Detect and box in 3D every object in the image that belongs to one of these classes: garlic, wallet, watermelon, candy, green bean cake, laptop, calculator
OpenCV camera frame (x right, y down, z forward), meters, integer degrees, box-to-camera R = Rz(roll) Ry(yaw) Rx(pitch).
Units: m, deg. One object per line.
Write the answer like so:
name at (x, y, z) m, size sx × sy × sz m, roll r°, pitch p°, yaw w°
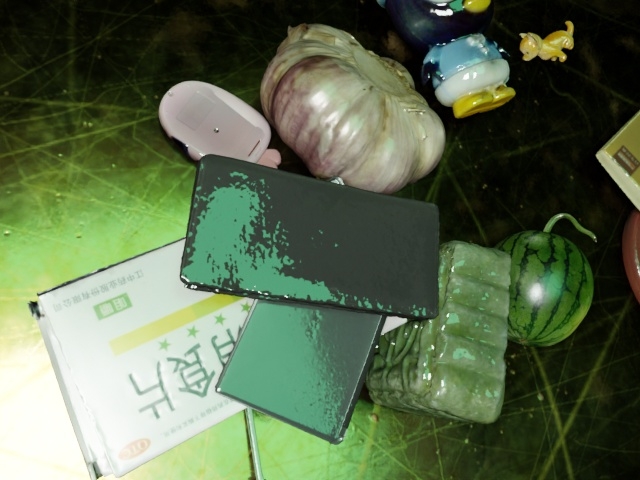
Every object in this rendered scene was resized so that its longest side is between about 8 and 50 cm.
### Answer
garlic at (0.033, -0.144, 0.659) m, size 0.245 × 0.160 × 0.244 m, roll 21°, pitch 41°, yaw -20°
wallet at (0.000, 0.000, 0.507) m, size 0.245 × 0.025 × 0.124 m, roll 10°, pitch 73°, yaw -15°
watermelon at (0.282, 0.045, 0.701) m, size 0.141 × 0.141 × 0.187 m, roll 30°, pitch 66°, yaw -9°
candy at (-0.064, 0.264, 0.582) m, size 0.062 × 0.058 × 0.193 m, roll 9°, pitch 61°, yaw -44°
green bean cake at (0.127, 0.101, 0.610) m, size 0.094 × 0.183 × 0.184 m, roll 17°, pitch 72°, yaw -12°
laptop at (-0.005, 0.082, 0.508) m, size 0.129 × 0.016 × 0.180 m, roll 27°, pitch 69°, yaw -11°
calculator at (-0.121, -0.135, 0.675) m, size 0.166 × 0.024 × 0.103 m, roll 33°, pitch 68°, yaw -7°

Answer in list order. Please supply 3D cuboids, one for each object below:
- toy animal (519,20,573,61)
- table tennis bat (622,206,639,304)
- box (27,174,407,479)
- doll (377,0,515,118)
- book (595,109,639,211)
toy animal at (0.359, -0.322, 0.866) m, size 0.083 × 0.060 × 0.081 m, roll 18°, pitch 111°, yaw -14°
table tennis bat at (0.648, 0.088, 0.858) m, size 0.415 × 0.051 × 0.268 m, roll 37°, pitch 66°, yaw -4°
box at (-0.099, 0.082, 0.561) m, size 0.333 × 0.145 × 0.173 m, roll -23°, pitch 83°, yaw -23°
doll at (0.176, -0.331, 0.764) m, size 0.177 × 0.141 × 0.313 m, roll -21°, pitch 86°, yaw -25°
book at (0.631, -0.133, 0.895) m, size 0.389 × 0.032 × 0.269 m, roll -39°, pitch 87°, yaw -29°
